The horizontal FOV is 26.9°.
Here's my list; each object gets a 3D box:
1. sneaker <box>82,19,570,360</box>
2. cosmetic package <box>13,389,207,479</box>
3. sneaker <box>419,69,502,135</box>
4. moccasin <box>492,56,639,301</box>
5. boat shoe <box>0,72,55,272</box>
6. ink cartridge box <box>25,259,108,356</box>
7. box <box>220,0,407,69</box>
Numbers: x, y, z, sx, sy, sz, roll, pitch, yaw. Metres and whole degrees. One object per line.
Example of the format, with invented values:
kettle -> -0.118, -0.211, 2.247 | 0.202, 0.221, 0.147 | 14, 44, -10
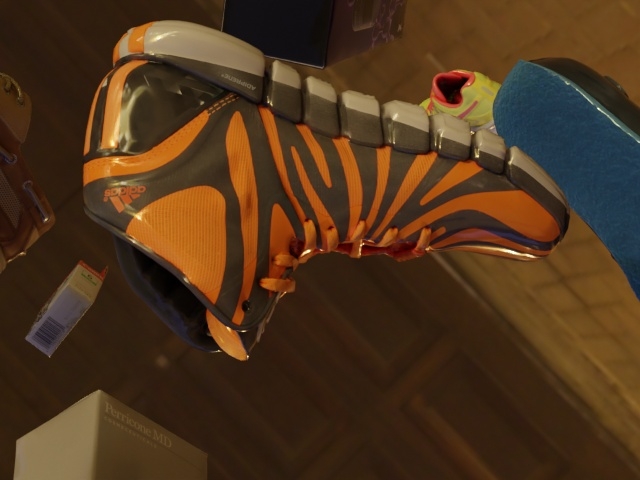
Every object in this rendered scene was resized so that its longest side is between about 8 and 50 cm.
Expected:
sneaker -> 0.000, 0.000, 0.844 | 0.321, 0.180, 0.124 | 17, 159, -14
cosmetic package -> -0.155, 0.244, 0.970 | 0.127, 0.107, 0.238 | 37, -145, -37
sneaker -> 0.171, -0.179, 1.696 | 0.094, 0.081, 0.208 | 36, 164, -21
moccasin -> 0.287, -0.032, 1.057 | 0.117, 0.138, 0.342 | -16, -117, -47
boat shoe -> -0.342, -0.114, 1.279 | 0.122, 0.120, 0.324 | 35, 148, 41
ink cartridge box -> -0.219, 0.052, 1.165 | 0.029, 0.063, 0.115 | 38, -170, -11
box -> 0.013, -0.290, 1.106 | 0.103, 0.261, 0.184 | 15, -158, 18
